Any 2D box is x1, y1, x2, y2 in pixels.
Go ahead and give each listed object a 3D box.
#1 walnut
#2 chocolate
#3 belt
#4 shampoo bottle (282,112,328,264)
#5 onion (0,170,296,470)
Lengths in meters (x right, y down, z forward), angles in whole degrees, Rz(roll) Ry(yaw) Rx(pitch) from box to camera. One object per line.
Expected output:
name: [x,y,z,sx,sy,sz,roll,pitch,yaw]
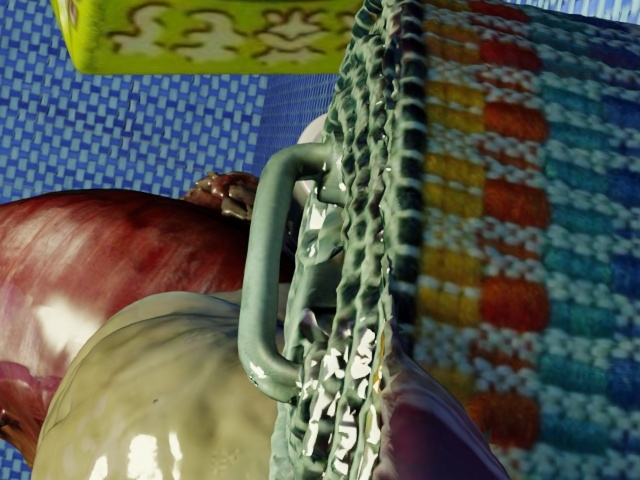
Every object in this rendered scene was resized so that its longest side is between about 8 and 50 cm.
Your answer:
walnut: [-0.031,0.141,0.914,0.248,0.248,0.248,-170,90,-84]
chocolate: [-0.026,-0.227,1.198,0.289,0.300,0.137,110,157,-59]
belt: [0.049,0.038,0.670,0.207,0.160,0.295,108,171,-48]
shampoo bottle: [0.000,0.000,1.473,0.303,0.092,0.092,114,165,-66]
onion: [-0.102,0.064,1.300,0.347,0.347,0.285,118,177,-69]
